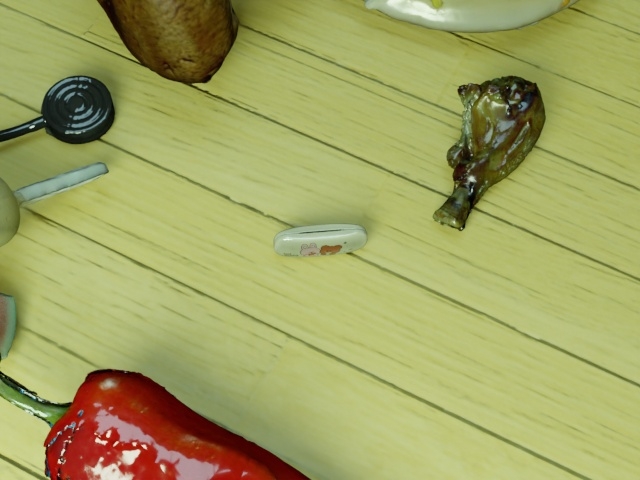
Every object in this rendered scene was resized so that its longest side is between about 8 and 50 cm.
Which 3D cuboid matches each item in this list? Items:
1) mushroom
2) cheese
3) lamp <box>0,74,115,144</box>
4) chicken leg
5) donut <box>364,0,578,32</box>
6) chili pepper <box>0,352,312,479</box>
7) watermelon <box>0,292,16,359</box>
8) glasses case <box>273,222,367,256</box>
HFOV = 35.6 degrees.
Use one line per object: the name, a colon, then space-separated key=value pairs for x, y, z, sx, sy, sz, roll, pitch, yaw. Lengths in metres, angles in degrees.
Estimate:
mushroom: x=-0.147 y=-0.296 z=0.928 sx=0.267 sy=0.267 sz=0.254 roll=30 pitch=79 yaw=14
cheese: x=-0.282 y=-0.022 z=0.806 sx=0.249 sy=0.163 sz=0.070 roll=-23 pitch=94 yaw=-19
lamp: x=-0.365 y=-0.089 z=0.867 sx=0.371 sy=0.108 sz=0.130 roll=-11 pitch=62 yaw=-11
chicken leg: x=0.150 y=-0.087 z=0.932 sx=0.093 sy=0.070 sz=0.178 roll=33 pitch=71 yaw=-12
donut: x=0.153 y=-0.390 z=1.080 sx=0.383 sy=0.142 sz=0.382 roll=1 pitch=56 yaw=-2
chili pepper: x=-0.084 y=0.182 z=0.720 sx=0.388 sy=0.110 sz=0.110 roll=27 pitch=59 yaw=7
watermelon: x=-0.287 y=0.066 z=0.798 sx=0.092 sy=0.072 sz=0.084 roll=-30 pitch=83 yaw=-26
glasses case: x=0.000 y=0.000 z=0.880 sx=0.083 sy=0.032 sz=0.021 roll=-4 pitch=61 yaw=-7
